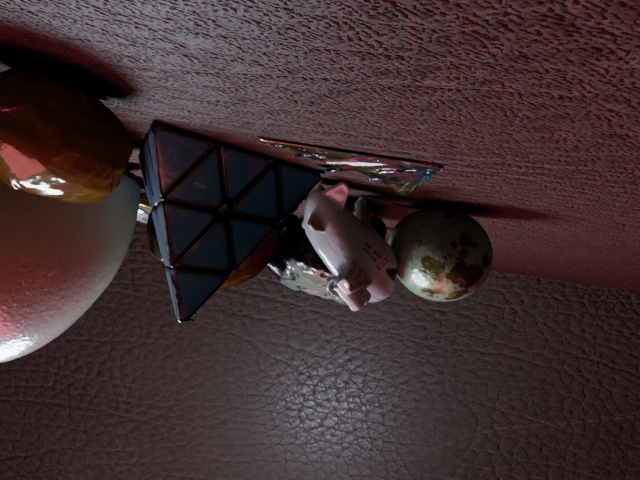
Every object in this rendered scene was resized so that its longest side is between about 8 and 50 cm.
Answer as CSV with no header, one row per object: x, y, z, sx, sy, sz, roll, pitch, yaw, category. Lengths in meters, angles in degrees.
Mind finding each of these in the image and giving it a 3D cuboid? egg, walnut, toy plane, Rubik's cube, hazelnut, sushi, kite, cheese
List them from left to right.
-0.476,0.011,1.089,0.355,0.339,0.354,19,173,3,egg
-0.276,-0.104,0.774,0.137,0.137,0.245,8,168,14,walnut
-0.511,-0.101,1.956,0.271,0.069,0.177,17,173,17,cheese
-0.175,-0.063,1.100,0.233,0.228,0.228,45,-147,-12,Rubik's cube
-0.195,-0.022,1.280,0.230,0.229,0.229,9,177,1,hazelnut
0.012,0.015,1.548,0.235,0.207,0.348,21,171,0,sushi
0.056,0.007,1.273,0.118,0.244,0.245,-26,160,26,toy plane
0.070,-0.095,1.004,0.234,0.016,0.321,6,176,45,kite
0.208,0.021,1.339,0.169,0.169,0.231,11,-172,-30,egg

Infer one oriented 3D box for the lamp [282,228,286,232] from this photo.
0.009,-0.035,2.015,0.130,0.108,0.371,-5,-158,-45,lamp

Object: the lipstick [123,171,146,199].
-0.426,-0.109,1.516,0.081,0.081,0.300,11,177,-34,lipstick
